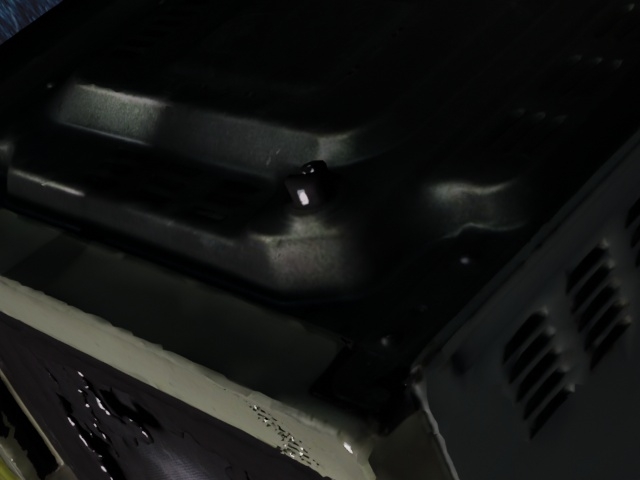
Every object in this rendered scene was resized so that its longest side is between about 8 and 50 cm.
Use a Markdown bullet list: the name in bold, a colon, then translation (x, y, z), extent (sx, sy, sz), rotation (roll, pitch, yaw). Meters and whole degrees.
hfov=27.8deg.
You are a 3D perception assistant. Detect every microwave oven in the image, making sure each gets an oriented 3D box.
- **microwave oven**: translation (0.000, 0.000, 0.544), extent (0.355, 0.286, 0.218), rotation (17, 143, 46)

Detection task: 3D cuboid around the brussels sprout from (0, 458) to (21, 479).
- **brussels sprout**: translation (-0.166, 0.195, 1.145), extent (0.328, 0.247, 0.328), rotation (30, 136, 35)
